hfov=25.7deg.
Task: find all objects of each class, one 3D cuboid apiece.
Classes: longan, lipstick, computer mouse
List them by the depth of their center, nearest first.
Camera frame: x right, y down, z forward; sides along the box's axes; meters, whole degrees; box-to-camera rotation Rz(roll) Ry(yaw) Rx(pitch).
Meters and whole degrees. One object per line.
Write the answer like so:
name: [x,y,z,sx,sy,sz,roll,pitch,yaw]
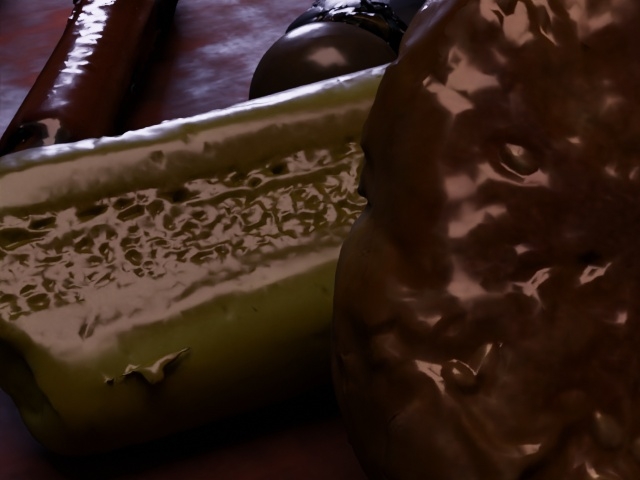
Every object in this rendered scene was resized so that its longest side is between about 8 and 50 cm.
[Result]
longan: [0.004,-0.098,0.938,0.113,0.092,0.113,-24,-4,-2]
lipstick: [-0.155,-0.142,1.017,0.077,0.077,0.418,3,34,3]
computer mouse: [0.080,-0.143,1.022,0.242,0.077,0.146,16,37,23]

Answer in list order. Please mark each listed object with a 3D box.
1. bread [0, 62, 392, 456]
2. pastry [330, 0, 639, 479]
bread: [0.000,0.000,0.752,0.383,0.112,0.166,-17,66,-19]
pastry: [0.130,0.012,0.629,0.255,0.162,0.311,17,73,-5]
